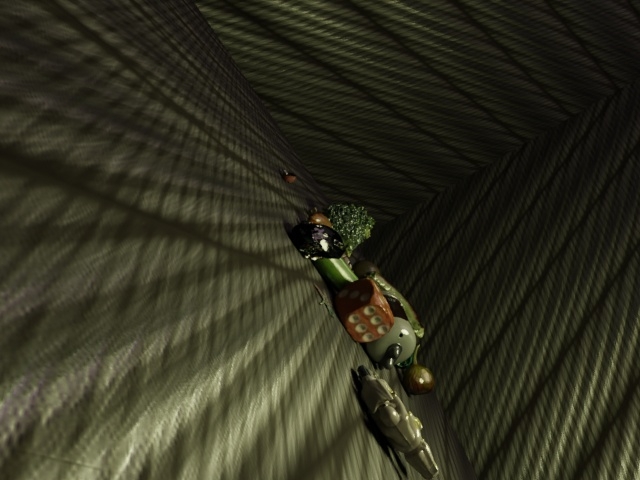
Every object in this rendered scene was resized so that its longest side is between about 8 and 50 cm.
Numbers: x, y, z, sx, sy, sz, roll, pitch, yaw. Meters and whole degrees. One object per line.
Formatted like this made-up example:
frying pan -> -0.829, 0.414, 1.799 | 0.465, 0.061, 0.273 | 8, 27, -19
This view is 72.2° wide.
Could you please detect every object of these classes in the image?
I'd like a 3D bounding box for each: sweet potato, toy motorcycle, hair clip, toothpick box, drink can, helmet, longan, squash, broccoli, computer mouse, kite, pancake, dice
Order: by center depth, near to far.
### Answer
toy motorcycle -> 0.211, 0.508, 1.245 | 0.340, 0.108, 0.223 | 54, -2, 10
kite -> 0.012, 0.207, 1.494 | 0.139, 0.011, 0.157 | 57, 6, 6
computer mouse -> 0.000, 0.000, 1.603 | 0.242, 0.078, 0.146 | 16, 69, -34
dice -> 0.163, 0.265, 1.650 | 0.174, 0.174, 0.179 | 57, 12, -29
squash -> 0.043, 0.097, 1.726 | 0.395, 0.107, 0.107 | 52, 9, -17
toothpick box -> 0.263, 0.377, 1.792 | 0.229, 0.229, 0.316 | 56, 10, -25
sweet potato -> 0.011, -0.044, 2.107 | 0.109, 0.109, 0.385 | 62, 3, 20
hair clip -> 0.096, 0.081, 2.186 | 0.300, 0.069, 0.172 | -111, -178, -51
helmet -> -0.162, -0.316, 2.197 | 0.065, 0.049, 0.084 | -8, 35, -45
drink can -> 0.427, 0.591, 2.304 | 0.118, 0.118, 0.205 | 60, 9, 3
pancake -> 0.396, 0.324, 2.350 | 0.305, 0.067, 0.426 | 23, 30, -49
broccoli -> 0.151, -0.044, 2.474 | 0.280, 0.294, 0.347 | 110, -25, -48
longan -> 0.262, 0.202, 2.555 | 0.189, 0.189, 0.189 | 58, 8, -13

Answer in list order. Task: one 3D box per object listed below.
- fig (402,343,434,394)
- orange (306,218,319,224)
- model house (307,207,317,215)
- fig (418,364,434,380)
fig -> 0.473, 0.627, 2.146 | 0.149, 0.149, 0.245 | 45, 41, -62
orange -> -0.037, -0.049, 1.878 | 0.083, 0.084, 0.083 | 58, 8, -13
model house -> -0.036, -0.140, 2.321 | 0.083, 0.057, 0.058 | 48, 19, -50
fig -> 0.493, 0.722, 2.375 | 0.151, 0.151, 0.259 | 56, -19, -25
